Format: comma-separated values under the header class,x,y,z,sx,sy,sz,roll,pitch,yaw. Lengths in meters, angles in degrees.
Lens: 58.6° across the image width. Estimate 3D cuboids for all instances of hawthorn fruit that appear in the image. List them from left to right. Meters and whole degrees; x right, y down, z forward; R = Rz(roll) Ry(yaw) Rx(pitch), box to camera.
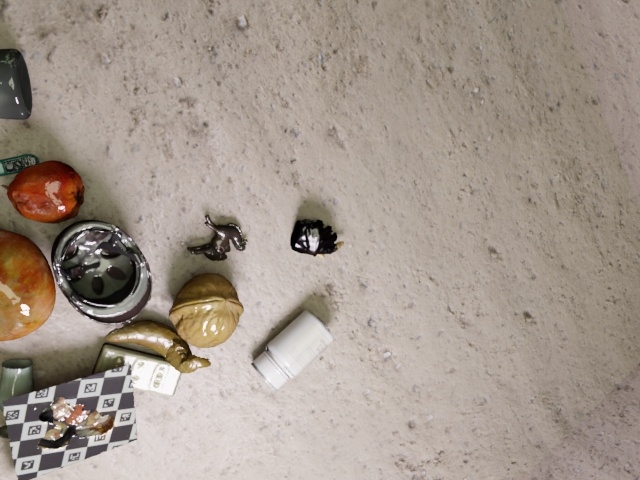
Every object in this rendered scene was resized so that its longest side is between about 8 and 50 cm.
class,x,y,z,sx,sy,sz,roll,pitch,yaw
hawthorn fruit,-0.721,-0.126,1.514,0.179,0.173,0.173,-21,108,9

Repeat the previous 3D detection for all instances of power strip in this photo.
class,x,y,z,sx,sy,sz,roll,pitch,yaw
power strip,-0.539,0.390,1.711,0.257,0.070,0.105,20,91,-25

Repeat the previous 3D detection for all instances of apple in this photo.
class,x,y,z,sx,sy,sz,roll,pitch,yaw
apple,-0.827,0.104,1.455,0.302,0.301,0.301,-4,100,-22

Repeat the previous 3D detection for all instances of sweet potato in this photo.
class,x,y,z,sx,sy,sz,roll,pitch,yaw
sweet potato,-0.469,0.307,1.696,0.310,0.124,0.098,27,110,-10

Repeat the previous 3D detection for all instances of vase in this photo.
class,x,y,z,sx,sy,sz,roll,pitch,yaw
vase,-0.897,-0.380,1.397,0.321,0.173,0.173,-5,100,-15

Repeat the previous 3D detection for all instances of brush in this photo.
class,x,y,z,sx,sy,sz,roll,pitch,yaw
brush,-0.849,-0.191,1.508,0.193,0.032,0.043,-17,105,-21

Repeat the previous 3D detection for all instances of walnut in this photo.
class,x,y,z,sx,sy,sz,roll,pitch,yaw
walnut,-0.332,0.205,1.682,0.228,0.228,0.228,-4,100,-22

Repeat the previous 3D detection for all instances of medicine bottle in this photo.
class,x,y,z,sx,sy,sz,roll,pitch,yaw
medicine bottle,-0.091,0.357,1.852,0.258,0.143,0.143,-41,111,-13

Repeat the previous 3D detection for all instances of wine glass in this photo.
class,x,y,z,sx,sy,sz,roll,pitch,yaw
wine glass,-0.843,0.434,1.577,0.093,0.093,0.202,3,97,-23

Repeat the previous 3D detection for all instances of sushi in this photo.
class,x,y,z,sx,sy,sz,roll,pitch,yaw
sushi,-0.711,0.500,1.632,0.339,0.069,0.320,-13,125,-30

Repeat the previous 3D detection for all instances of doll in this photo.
class,x,y,z,sx,sy,sz,roll,pitch,yaw
doll,-0.307,0.004,1.755,0.165,0.057,0.139,27,85,-29

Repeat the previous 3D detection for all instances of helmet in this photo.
class,x,y,z,sx,sy,sz,roll,pitch,yaw
helmet,-0.613,0.077,1.572,0.225,0.177,0.305,-33,118,-25

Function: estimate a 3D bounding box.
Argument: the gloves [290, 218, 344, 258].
class,x,y,z,sx,sy,sz,roll,pitch,yaw
gloves,0.001,-0.001,1.853,0.181,0.106,0.129,8,93,-20
